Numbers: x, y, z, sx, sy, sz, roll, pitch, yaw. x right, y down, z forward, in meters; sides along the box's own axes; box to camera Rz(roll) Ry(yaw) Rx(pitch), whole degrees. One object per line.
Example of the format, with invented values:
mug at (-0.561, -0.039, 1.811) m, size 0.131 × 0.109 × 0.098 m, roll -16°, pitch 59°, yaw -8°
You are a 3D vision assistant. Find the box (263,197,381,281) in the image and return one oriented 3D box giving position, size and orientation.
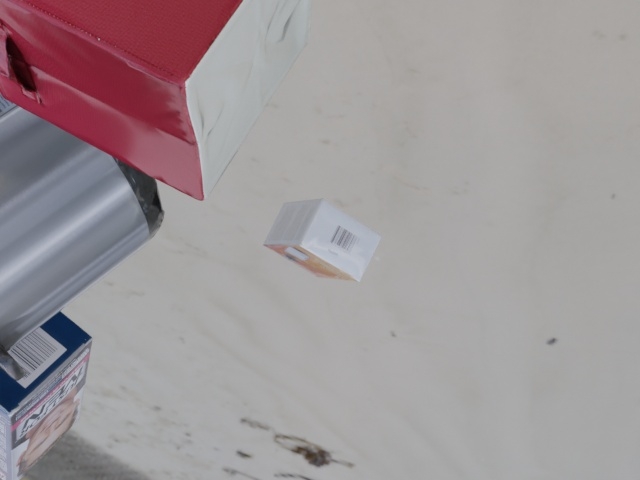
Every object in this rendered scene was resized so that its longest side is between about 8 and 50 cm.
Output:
box at (0.000, 0.000, 1.393) m, size 0.130 × 0.091 × 0.170 m, roll 31°, pitch 167°, yaw -21°

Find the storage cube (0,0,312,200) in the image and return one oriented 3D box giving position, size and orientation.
storage cube at (-0.127, -0.180, 0.606) m, size 0.193 × 0.215 × 0.183 m, roll 28°, pitch 159°, yaw 7°

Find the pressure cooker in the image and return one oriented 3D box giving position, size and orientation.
pressure cooker at (-0.464, -0.041, 1.015) m, size 0.370 × 0.420 × 0.375 m, roll 21°, pitch 145°, yaw 50°

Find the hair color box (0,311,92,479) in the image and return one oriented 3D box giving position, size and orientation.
hair color box at (-0.481, 0.261, 1.324) m, size 0.105 × 0.174 × 0.347 m, roll 38°, pitch 143°, yaw 6°
